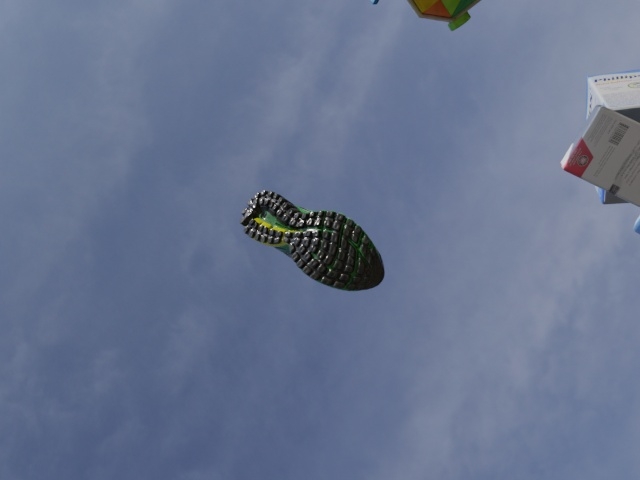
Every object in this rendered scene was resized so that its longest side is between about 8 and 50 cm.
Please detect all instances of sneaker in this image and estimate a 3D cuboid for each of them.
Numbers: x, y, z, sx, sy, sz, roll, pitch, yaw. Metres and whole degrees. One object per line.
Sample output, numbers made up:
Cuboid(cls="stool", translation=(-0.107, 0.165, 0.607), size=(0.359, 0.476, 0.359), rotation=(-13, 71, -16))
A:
Cuboid(cls="sneaker", translation=(0.000, 0.000, 1.223), size=(0.146, 0.343, 0.134), rotation=(26, -86, -52))

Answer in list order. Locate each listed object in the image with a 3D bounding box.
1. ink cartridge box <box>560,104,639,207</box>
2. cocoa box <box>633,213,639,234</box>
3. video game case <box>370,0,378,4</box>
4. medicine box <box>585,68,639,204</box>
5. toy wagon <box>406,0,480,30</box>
Cuboid(cls="ink cartridge box", translation=(0.675, -0.184, 1.353), size=(0.218, 0.092, 0.158), rotation=(29, -69, 8))
Cuboid(cls="cocoa box", translation=(0.391, -0.103, 0.360), size=(0.228, 0.231, 0.347), rotation=(-52, -21, -14))
Cuboid(cls="video game case", translation=(0.111, -0.645, 1.394), size=(0.015, 0.119, 0.166), rotation=(-15, -113, -29))
Cuboid(cls="medicine box", translation=(0.798, -0.276, 1.605), size=(0.149, 0.289, 0.263), rotation=(-4, -61, 14))
Cuboid(cls="toy wagon", translation=(0.336, -0.671, 1.399), size=(0.344, 0.068, 0.267), rotation=(-35, -76, 15))
